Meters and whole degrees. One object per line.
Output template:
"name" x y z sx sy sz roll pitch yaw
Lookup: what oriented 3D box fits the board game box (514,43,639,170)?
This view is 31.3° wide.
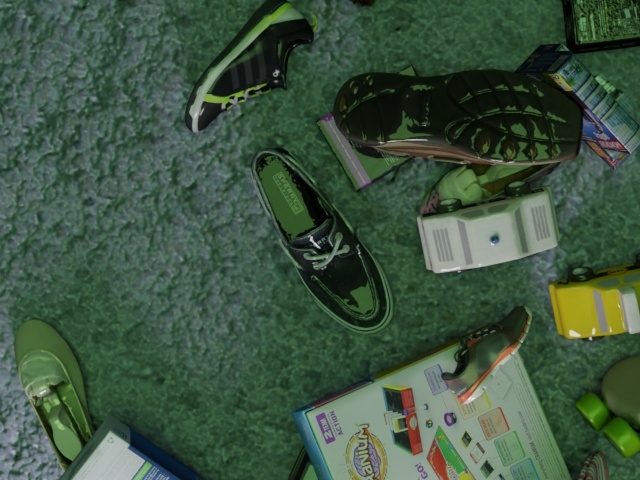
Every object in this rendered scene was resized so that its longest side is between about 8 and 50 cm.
"board game box" 0.368 -0.175 1.530 0.194 0.194 0.060 43 92 -11

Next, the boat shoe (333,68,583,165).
"boat shoe" 0.184 -0.159 1.515 0.324 0.120 0.123 10 84 15

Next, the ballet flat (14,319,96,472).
"ballet flat" -0.370 0.227 1.607 0.086 0.086 0.248 -26 88 3

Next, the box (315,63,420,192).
"box" 0.090 -0.157 1.607 0.162 0.029 0.116 -30 88 4

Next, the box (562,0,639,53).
"box" 0.406 -0.357 1.563 0.147 0.077 0.180 -7 89 4

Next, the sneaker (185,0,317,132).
"sneaker" -0.093 -0.232 1.593 0.097 0.084 0.235 39 92 2

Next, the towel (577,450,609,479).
"towel" 0.377 0.367 1.499 0.029 0.197 0.144 -21 88 20

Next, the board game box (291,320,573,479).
"board game box" 0.151 0.276 1.525 0.316 0.064 0.242 -21 88 -18

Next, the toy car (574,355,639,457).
"toy car" 0.469 0.256 1.547 0.155 0.149 0.188 -38 114 -2

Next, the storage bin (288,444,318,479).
"storage bin" 0.026 0.337 1.575 0.135 0.091 0.098 25 91 3

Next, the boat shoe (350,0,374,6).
"boat shoe" 0.059 -0.358 1.594 0.178 0.064 0.060 -7 87 1

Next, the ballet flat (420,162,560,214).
"ballet flat" 0.234 -0.089 1.571 0.221 0.079 0.077 -26 76 3

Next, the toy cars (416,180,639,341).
"toy cars" 0.318 0.037 1.525 0.393 0.087 0.176 26 105 -8

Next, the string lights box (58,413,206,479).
"string lights box" -0.223 0.370 1.561 0.259 0.077 0.133 38 91 -15

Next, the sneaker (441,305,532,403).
"sneaker" 0.217 0.138 1.502 0.065 0.061 0.158 40 72 0

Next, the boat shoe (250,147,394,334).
"boat shoe" 0.000 0.000 1.574 0.108 0.102 0.301 -31 87 3
